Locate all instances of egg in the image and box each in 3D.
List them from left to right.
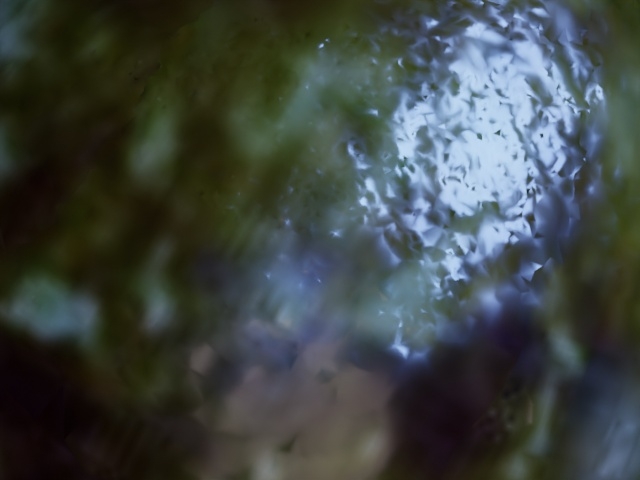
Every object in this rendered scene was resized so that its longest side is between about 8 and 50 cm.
[{"bbox_3d":[0.000,0.000,0.486,0.238,0.238,0.289,28,100,-21],"label":"egg"}]
